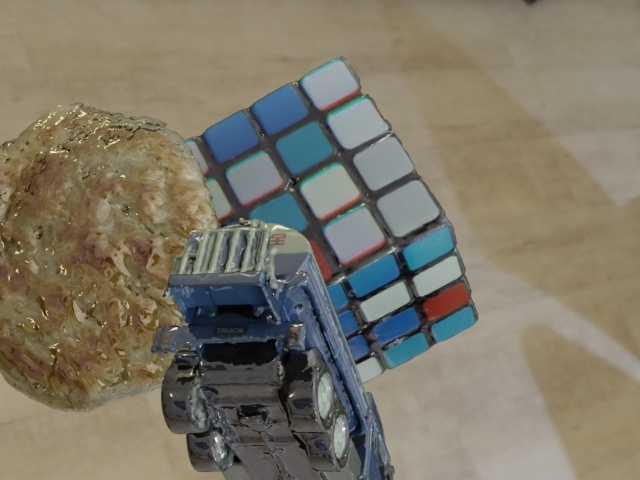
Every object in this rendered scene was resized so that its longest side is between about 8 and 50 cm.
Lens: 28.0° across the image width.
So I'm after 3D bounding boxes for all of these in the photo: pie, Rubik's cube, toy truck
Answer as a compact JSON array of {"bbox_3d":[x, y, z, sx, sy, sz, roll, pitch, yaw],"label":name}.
[{"bbox_3d":[-0.137,0.008,0.757,0.163,0.079,0.193,-8,66,-13],"label":"pie"},{"bbox_3d":[0.000,0.000,0.871,0.155,0.151,0.154,61,-3,32],"label":"Rubik's cube"},{"bbox_3d":[-0.019,0.073,0.596,0.201,0.074,0.088,69,23,-46],"label":"toy truck"}]
